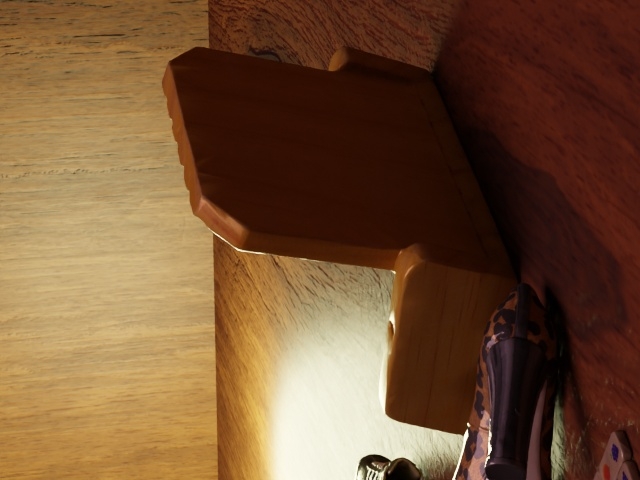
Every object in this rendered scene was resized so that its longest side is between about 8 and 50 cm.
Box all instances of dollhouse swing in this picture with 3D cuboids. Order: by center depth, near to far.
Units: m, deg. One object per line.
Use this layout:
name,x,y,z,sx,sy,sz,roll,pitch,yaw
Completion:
dollhouse swing,0.000,0.000,1.804,0.347,0.305,0.315,-108,18,-47

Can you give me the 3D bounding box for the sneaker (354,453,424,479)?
sneaker,0.091,0.285,2.069,0.192,0.064,0.086,-116,32,-61

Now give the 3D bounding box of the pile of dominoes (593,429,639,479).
pile of dominoes,0.228,0.305,1.450,0.251,0.040,0.196,99,163,-48

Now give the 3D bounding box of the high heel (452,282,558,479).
high heel,0.174,0.165,1.626,0.261,0.093,0.186,90,-171,-62
